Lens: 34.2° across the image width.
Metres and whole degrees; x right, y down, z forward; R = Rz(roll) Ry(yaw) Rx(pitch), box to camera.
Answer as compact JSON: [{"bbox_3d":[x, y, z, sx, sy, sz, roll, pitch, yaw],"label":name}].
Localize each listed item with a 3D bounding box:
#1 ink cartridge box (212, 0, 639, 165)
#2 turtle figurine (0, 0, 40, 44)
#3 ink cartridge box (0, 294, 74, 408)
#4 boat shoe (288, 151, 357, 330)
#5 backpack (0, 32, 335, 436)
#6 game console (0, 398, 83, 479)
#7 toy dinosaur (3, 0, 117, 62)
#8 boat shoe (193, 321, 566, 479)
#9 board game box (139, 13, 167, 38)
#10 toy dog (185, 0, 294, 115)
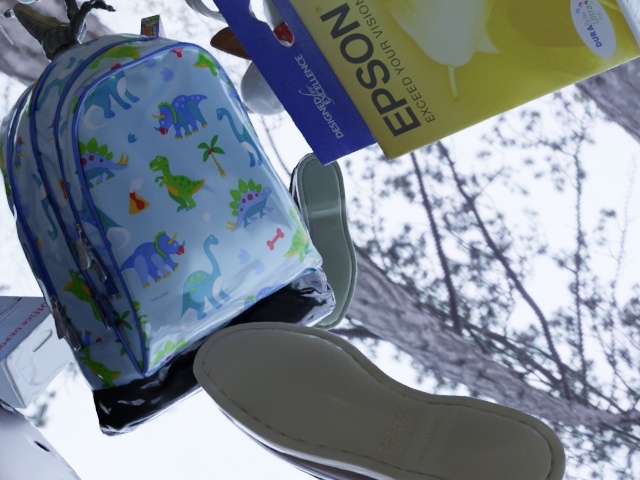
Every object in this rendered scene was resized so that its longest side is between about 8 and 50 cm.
[{"bbox_3d":[0.038,-0.214,0.774,0.307,0.304,0.072,-23,-156,29],"label":"ink cartridge box"},{"bbox_3d":[-0.450,-0.399,1.425,0.118,0.234,0.175,-26,-147,-11],"label":"turtle figurine"},{"bbox_3d":[-0.455,0.150,1.444,0.208,0.087,0.153,-1,-148,29],"label":"ink cartridge box"},{"bbox_3d":[0.000,0.000,1.342,0.068,0.081,0.228,-147,-125,-77],"label":"boat shoe"},{"bbox_3d":[-0.164,-0.029,1.044,0.356,0.290,0.273,60,-29,5],"label":"backpack"},{"bbox_3d":[-0.338,0.168,0.891,0.386,0.342,0.060,24,-103,52],"label":"game console"},{"bbox_3d":[-0.315,-0.266,1.310,0.268,0.064,0.118,45,-76,31],"label":"toy dinosaur"},{"bbox_3d":[0.040,0.159,0.843,0.324,0.097,0.117,16,-128,26],"label":"boat shoe"},{"bbox_3d":[-0.257,-0.255,1.732,0.035,0.201,0.136,-12,-145,1],"label":"board game box"},{"bbox_3d":[-0.063,-0.289,1.463,0.220,0.334,0.161,46,-43,-1],"label":"toy dog"}]
